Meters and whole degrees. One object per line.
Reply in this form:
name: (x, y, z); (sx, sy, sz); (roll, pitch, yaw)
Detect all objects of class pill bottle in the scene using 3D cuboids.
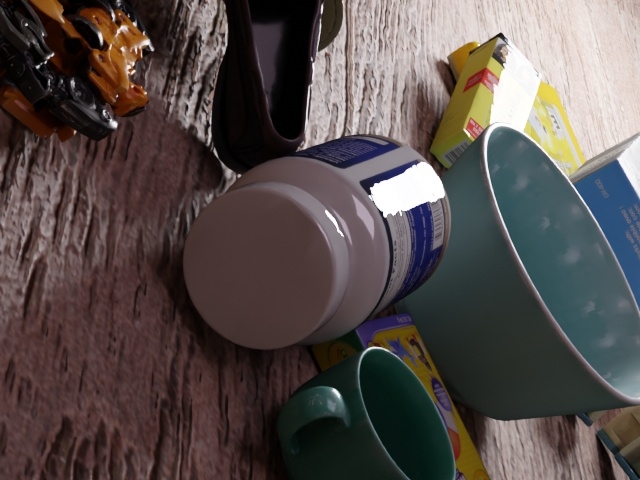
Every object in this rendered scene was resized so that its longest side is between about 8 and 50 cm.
pill bottle: (0.000, 0.000, 1.337); (0.153, 0.153, 0.265); (61, 23, 3)

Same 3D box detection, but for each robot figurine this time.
robot figurine: (-0.234, -0.194, 1.181); (0.291, 0.085, 0.211); (50, 25, -20)

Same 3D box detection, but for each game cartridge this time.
game cartridge: (0.302, -0.089, 2.182); (0.285, 0.053, 0.323); (16, 47, -58)

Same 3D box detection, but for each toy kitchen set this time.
toy kitchen set: (0.323, 0.237, 1.805); (0.166, 0.122, 0.207); (46, 6, -28)

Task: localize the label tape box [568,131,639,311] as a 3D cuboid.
label tape box: (0.405, 0.011, 2.098); (0.240, 0.106, 0.334); (60, 24, -2)

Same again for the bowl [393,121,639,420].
bowl: (0.184, 0.056, 1.631); (0.311, 0.163, 0.311); (44, 27, -30)

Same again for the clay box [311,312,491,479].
clay box: (0.083, 0.175, 1.425); (0.222, 0.053, 0.127); (63, 24, 10)

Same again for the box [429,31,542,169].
box: (0.203, -0.156, 1.991); (0.087, 0.058, 0.232); (45, 38, -15)

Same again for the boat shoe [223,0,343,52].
boat shoe: (-0.091, -0.304, 1.546); (0.302, 0.113, 0.103); (47, 5, -21)

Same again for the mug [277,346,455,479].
mug: (0.021, 0.152, 1.271); (0.157, 0.097, 0.129); (49, 26, -22)

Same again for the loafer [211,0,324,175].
loafer: (-0.034, -0.208, 1.434); (0.109, 0.095, 0.302); (6, 81, -25)
